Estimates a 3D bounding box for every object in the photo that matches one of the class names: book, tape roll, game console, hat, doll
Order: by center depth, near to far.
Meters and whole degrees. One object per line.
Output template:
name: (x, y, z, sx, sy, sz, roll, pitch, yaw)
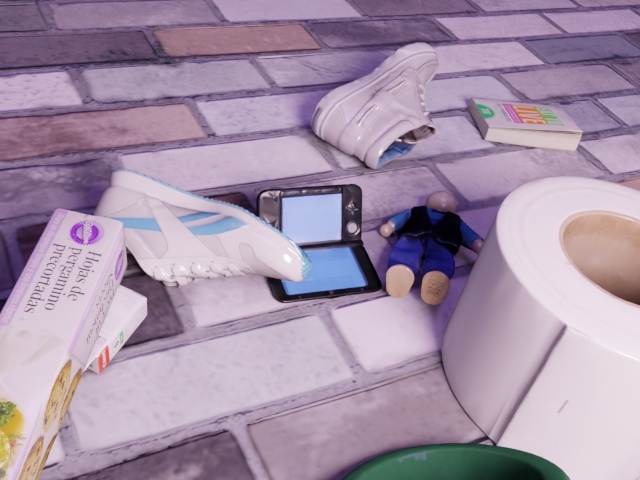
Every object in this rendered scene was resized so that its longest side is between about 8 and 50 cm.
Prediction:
hat: (0.116, 0.269, 0.548, 0.173, 0.183, 0.208, -12, 5, -37)
tape roll: (0.255, 0.077, 0.695, 0.246, 0.169, 0.246, 9, 40, -7)
game console: (0.000, 0.000, 0.787, 0.122, 0.107, 0.071, -5, 16, -22)
doll: (0.128, 0.001, 0.838, 0.129, 0.046, 0.189, 11, 33, 10)
book: (0.302, -0.176, 1.106, 0.144, 0.035, 0.096, 3, 38, -11)

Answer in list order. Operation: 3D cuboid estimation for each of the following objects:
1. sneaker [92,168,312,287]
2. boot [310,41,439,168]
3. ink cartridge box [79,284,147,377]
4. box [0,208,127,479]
sneaker: (-0.118, 0.006, 0.727, 0.229, 0.087, 0.092, 17, 78, 16)
boot: (0.112, -0.180, 1.019, 0.123, 0.095, 0.258, 40, 55, 19)
ink cartridge box: (-0.211, 0.085, 0.657, 0.063, 0.029, 0.115, 23, 48, 10)
box: (-0.227, 0.114, 0.562, 0.063, 0.067, 0.324, 12, 47, -2)
